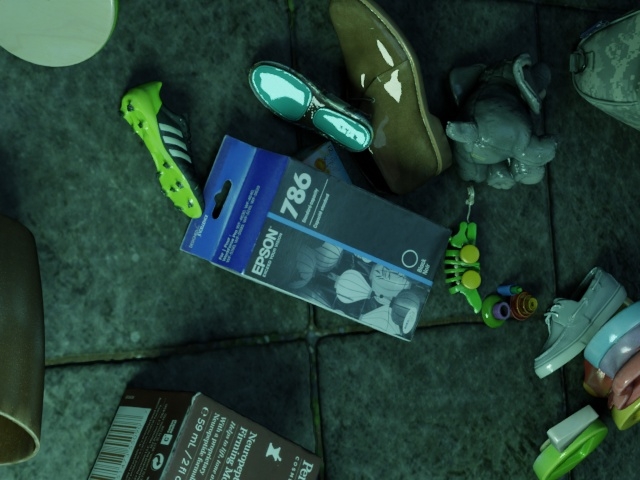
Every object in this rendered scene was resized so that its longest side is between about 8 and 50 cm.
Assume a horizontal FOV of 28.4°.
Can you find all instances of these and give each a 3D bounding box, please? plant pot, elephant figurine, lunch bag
[{"bbox_3d":[-0.376,0.089,1.319,0.215,0.215,0.230,28,55,-33],"label":"plant pot"},{"bbox_3d":[0.270,-0.211,1.889,0.169,0.186,0.239,8,66,1],"label":"elephant figurine"},{"bbox_3d":[0.588,-0.255,2.060,0.305,0.256,0.212,20,75,-37],"label":"lunch bag"}]

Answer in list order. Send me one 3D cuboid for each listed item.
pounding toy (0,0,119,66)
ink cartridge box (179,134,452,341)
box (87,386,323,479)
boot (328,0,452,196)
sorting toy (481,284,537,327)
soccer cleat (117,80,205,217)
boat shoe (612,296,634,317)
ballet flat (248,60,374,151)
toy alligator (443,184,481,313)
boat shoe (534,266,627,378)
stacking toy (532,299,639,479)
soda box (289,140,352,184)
[{"bbox_3d":[-0.316,-0.321,1.429,0.237,0.183,0.110,51,33,-19],"label":"pounding toy"},{"bbox_3d":[0.000,0.000,1.637,0.333,0.065,0.165,22,87,-23],"label":"ink cartridge box"},{"bbox_3d":[-0.143,0.288,1.489,0.203,0.167,0.168,33,67,-32],"label":"box"},{"bbox_3d":[0.075,-0.202,1.751,0.115,0.112,0.305,-35,110,-24],"label":"boot"},{"bbox_3d":[0.294,0.097,1.930,0.102,0.042,0.061,-14,95,-38],"label":"sorting toy"},{"bbox_3d":[-0.181,-0.114,1.565,0.072,0.060,0.179,-37,106,-36],"label":"soccer cleat"},{"bbox_3d":[0.525,0.128,2.110,0.135,0.050,0.045,48,56,-36],"label":"boat shoe"},{"bbox_3d":[-0.013,-0.182,1.697,0.188,0.070,0.070,35,64,-10],"label":"ballet flat"},{"bbox_3d":[0.206,0.014,1.866,0.051,0.056,0.189,-4,88,2],"label":"toy alligator"},{"bbox_3d":[0.393,0.125,1.995,0.081,0.079,0.227,48,59,1],"label":"boat shoe"},{"bbox_3d":[0.407,0.217,1.915,0.279,0.309,0.130,-34,65,-11],"label":"stacking toy"},{"bbox_3d":[0.017,-0.041,1.713,0.063,0.058,0.183,-38,110,-33],"label":"soda box"}]
